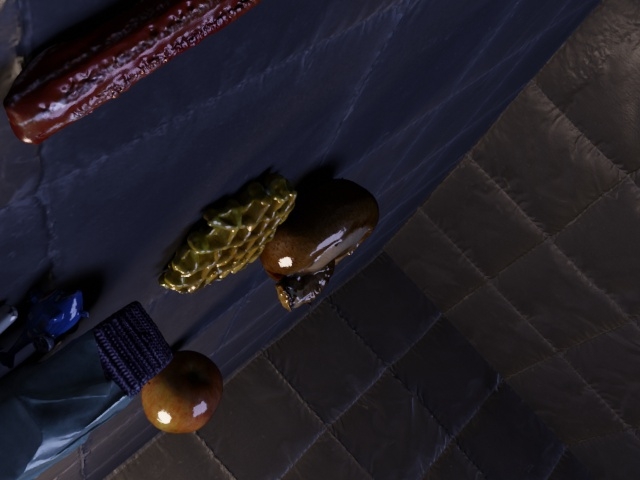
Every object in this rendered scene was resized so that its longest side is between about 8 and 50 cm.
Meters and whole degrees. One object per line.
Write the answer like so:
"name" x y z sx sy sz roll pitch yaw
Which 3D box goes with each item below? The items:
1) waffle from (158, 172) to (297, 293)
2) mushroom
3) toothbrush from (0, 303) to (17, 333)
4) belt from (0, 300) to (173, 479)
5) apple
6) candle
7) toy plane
"waffle" -0.130 -0.014 0.951 0.219 0.057 0.229 -48 169 30
"mushroom" -0.014 -0.005 1.200 0.278 0.163 0.297 -49 174 -18
"toothbrush" -0.419 0.165 0.653 0.288 0.024 0.026 -43 158 8
"belt" -0.330 0.201 0.748 0.325 0.122 0.260 -34 -174 -2
"apple" -0.325 0.356 1.476 0.188 0.188 0.174 -33 164 -48
"candle" -0.076 -0.174 0.439 0.329 0.048 0.051 -40 130 -17
"toy plane" -0.313 0.096 0.681 0.167 0.062 0.054 -38 -175 25
